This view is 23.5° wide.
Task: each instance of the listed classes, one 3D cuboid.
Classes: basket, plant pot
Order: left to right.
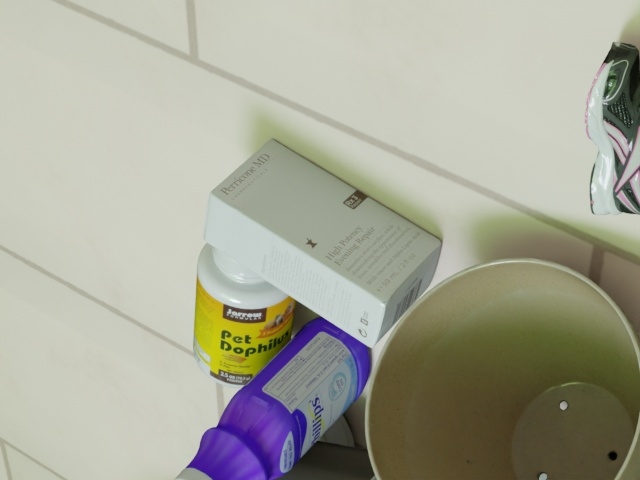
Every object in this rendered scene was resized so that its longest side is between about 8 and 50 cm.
[{"bbox_3d":[0.007,0.322,1.831,0.227,0.154,0.204,17,111,5],"label":"basket"},{"bbox_3d":[0.214,0.180,1.506,0.284,0.284,0.191,14,169,36],"label":"plant pot"}]

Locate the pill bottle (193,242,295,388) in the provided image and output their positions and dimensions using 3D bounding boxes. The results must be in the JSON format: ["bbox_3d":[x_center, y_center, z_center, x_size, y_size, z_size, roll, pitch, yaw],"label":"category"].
[{"bbox_3d":[-0.086,0.066,1.783,0.117,0.117,0.215,31,142,20],"label":"pill bottle"}]

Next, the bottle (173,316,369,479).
[{"bbox_3d":[-0.055,0.206,1.744,0.092,0.283,0.118,27,138,25],"label":"bottle"}]

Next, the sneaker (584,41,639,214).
[{"bbox_3d":[0.276,-0.093,1.327,0.077,0.072,0.178,11,140,23],"label":"sneaker"}]

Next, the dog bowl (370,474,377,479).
[{"bbox_3d":[0.165,0.390,1.668,0.349,0.349,0.102,43,156,5],"label":"dog bowl"}]

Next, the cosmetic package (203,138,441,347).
[{"bbox_3d":[0.000,0.000,1.637,0.231,0.117,0.085,32,141,17],"label":"cosmetic package"}]

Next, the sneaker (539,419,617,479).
[{"bbox_3d":[0.337,0.285,1.577,0.281,0.105,0.115,29,141,24],"label":"sneaker"}]

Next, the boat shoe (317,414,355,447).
[{"bbox_3d":[-0.016,0.291,1.943,0.098,0.096,0.277,15,133,37],"label":"boat shoe"}]
